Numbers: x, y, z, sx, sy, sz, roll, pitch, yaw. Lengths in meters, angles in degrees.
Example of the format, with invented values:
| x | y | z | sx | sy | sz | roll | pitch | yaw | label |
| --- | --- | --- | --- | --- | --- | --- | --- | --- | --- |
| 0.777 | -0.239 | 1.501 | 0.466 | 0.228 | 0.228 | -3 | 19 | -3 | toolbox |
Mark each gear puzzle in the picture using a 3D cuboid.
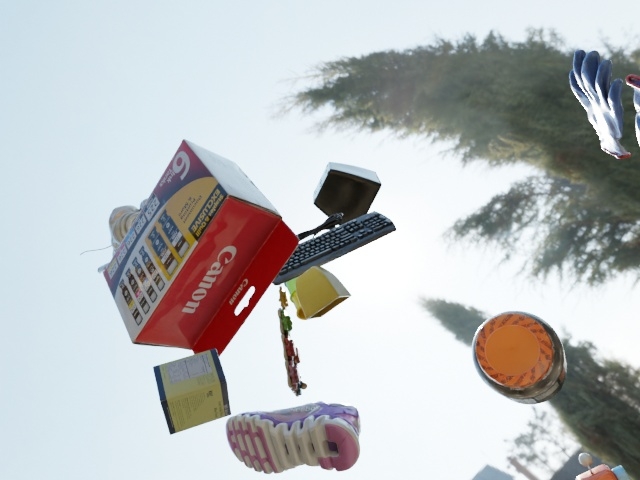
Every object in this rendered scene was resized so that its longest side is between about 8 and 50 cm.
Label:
| x | y | z | sx | sy | sz | roll | pitch | yaw | label |
| --- | --- | --- | --- | --- | --- | --- | --- | --- | --- |
| -0.089 | 0.299 | 1.625 | 0.044 | 0.339 | 0.175 | -12 | -28 | 1 | gear puzzle |

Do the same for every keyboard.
| x | y | z | sx | sy | sz | roll | pitch | yaw | label |
| --- | --- | --- | --- | --- | --- | --- | --- | --- | --- |
| 0.000 | 0.000 | 1.196 | 0.317 | 0.201 | 0.033 | -24 | -66 | -19 | keyboard |

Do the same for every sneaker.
| x | y | z | sx | sy | sz | roll | pitch | yaw | label |
| --- | --- | --- | --- | --- | --- | --- | --- | --- | --- |
| -0.036 | 0.296 | 0.825 | 0.104 | 0.236 | 0.095 | -34 | -67 | -63 | sneaker |

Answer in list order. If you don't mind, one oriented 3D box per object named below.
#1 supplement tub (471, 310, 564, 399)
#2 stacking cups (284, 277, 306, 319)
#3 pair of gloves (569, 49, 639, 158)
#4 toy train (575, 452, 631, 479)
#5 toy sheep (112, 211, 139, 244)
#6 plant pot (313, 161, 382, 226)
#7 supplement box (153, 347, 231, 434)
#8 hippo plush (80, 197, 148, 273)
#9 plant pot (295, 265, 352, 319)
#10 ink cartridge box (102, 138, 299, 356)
| x | y | z | sx | sy | sz | roll | pitch | yaw | label |
| --- | --- | --- | --- | --- | --- | --- | --- | --- | --- |
| 0.496 | 0.293 | 1.313 | 0.207 | 0.207 | 0.338 | -52 | -33 | 0 | supplement tub |
| -0.085 | 0.108 | 1.684 | 0.096 | 0.316 | 0.096 | -15 | -44 | -15 | stacking cups |
| 0.353 | -0.133 | 0.595 | 0.023 | 0.198 | 0.159 | -35 | -57 | 9 | pair of gloves |
| 0.328 | 0.242 | 0.485 | 0.166 | 0.125 | 0.046 | -27 | -10 | 12 | toy train |
| -0.406 | -0.022 | 1.161 | 0.091 | 0.132 | 0.091 | 21 | -118 | -47 | toy sheep |
| 0.075 | -0.156 | 1.719 | 0.167 | 0.188 | 0.187 | 24 | -72 | -9 | plant pot |
| -0.167 | 0.198 | 0.694 | 0.083 | 0.056 | 0.083 | -14 | -45 | -18 | supplement box |
| -0.412 | 0.055 | 1.288 | 0.294 | 0.237 | 0.234 | -27 | -24 | -11 | hippo plush |
| -0.002 | 0.096 | 1.037 | 0.081 | 0.083 | 0.081 | -36 | -16 | 14 | plant pot |
| -0.219 | 0.029 | 0.924 | 0.130 | 0.272 | 0.309 | 21 | -71 | -47 | ink cartridge box |
